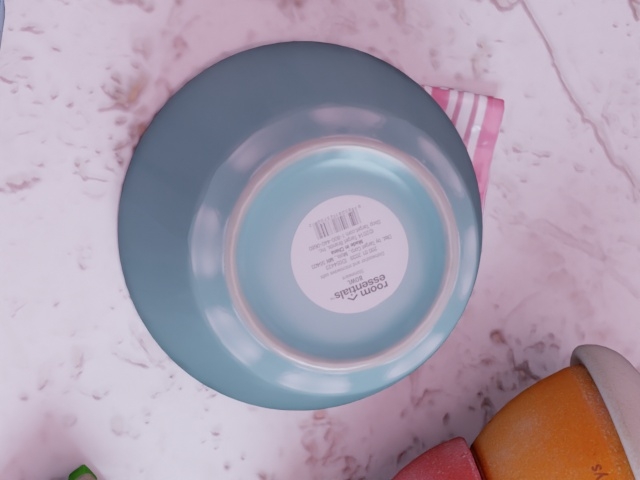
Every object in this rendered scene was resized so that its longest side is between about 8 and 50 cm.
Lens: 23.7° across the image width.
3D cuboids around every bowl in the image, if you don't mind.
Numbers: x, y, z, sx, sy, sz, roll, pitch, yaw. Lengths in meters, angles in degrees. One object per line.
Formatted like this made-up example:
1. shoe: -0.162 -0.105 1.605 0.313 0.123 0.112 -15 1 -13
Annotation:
1. bowl: 0.000 0.000 1.196 0.311 0.163 0.311 -1 98 -10

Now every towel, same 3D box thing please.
1. towel: 0.059 -0.066 1.300 0.197 0.029 0.144 7 95 -21

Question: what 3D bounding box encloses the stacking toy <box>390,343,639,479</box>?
1. stacking toy: 0.080 0.306 1.266 0.480 0.350 0.350 -15 104 2

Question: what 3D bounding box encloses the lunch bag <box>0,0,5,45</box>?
1. lunch bag: -0.358 -0.132 1.096 0.243 0.115 0.303 8 96 -19

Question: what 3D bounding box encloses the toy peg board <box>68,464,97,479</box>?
1. toy peg board: -0.201 0.279 1.244 0.160 0.079 0.161 -37 109 5
